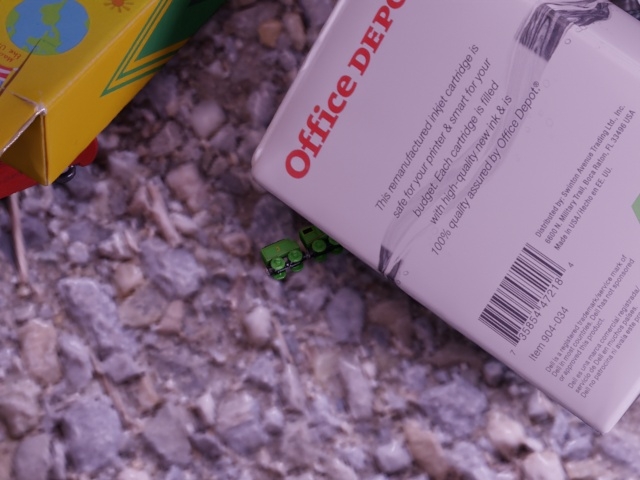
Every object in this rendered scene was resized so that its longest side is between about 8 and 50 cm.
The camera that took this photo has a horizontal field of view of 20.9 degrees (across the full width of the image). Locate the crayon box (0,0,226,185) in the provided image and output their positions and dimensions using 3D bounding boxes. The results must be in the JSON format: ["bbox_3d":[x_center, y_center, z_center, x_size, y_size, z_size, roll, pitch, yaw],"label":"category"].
[{"bbox_3d":[-0.192,-0.170,1.122,0.202,0.081,0.318,30,57,15],"label":"crayon box"}]

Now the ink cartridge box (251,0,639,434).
[{"bbox_3d":[0.124,-0.050,1.047,0.273,0.198,0.115,37,25,13],"label":"ink cartridge box"}]

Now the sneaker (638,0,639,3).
[{"bbox_3d":[0.176,-0.178,1.173,0.270,0.090,0.145,8,64,-2],"label":"sneaker"}]

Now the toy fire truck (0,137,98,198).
[{"bbox_3d":[-0.257,-0.077,1.134,0.192,0.047,0.135,-23,66,-15],"label":"toy fire truck"}]

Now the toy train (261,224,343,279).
[{"bbox_3d":[0.000,0.000,1.127,0.083,0.017,0.023,-24,59,-12],"label":"toy train"}]

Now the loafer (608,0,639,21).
[{"bbox_3d":[0.126,-0.140,1.131,0.170,0.062,0.061,-12,81,24],"label":"loafer"}]
